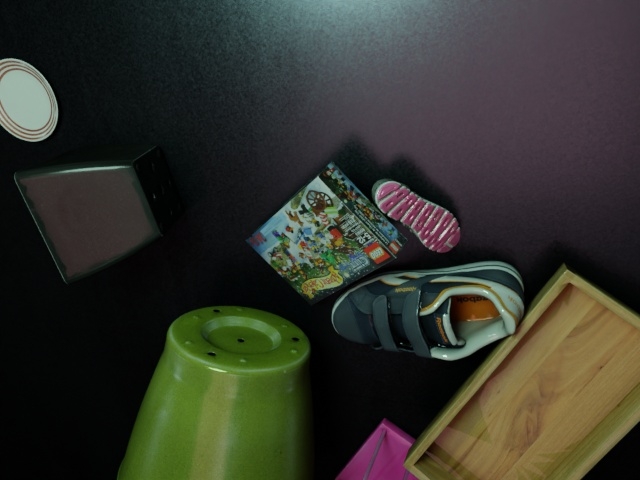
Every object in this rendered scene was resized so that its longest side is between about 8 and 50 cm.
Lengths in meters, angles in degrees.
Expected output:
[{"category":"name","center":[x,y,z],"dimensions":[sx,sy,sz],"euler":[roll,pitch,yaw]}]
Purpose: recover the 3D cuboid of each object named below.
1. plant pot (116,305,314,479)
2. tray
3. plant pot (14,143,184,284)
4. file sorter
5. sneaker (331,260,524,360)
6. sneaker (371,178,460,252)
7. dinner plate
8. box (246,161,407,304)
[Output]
[{"category":"plant pot","center":[-0.162,0.316,0.928],"dimensions":[0.367,0.366,0.352],"euler":[13,106,10]},{"category":"tray","center":[0.331,0.259,0.825],"dimensions":[0.203,0.076,0.410],"euler":[37,109,12]},{"category":"plant pot","center":[-0.336,-0.064,0.878],"dimensions":[0.167,0.188,0.187],"euler":[-13,110,7]},{"category":"file sorter","center":[0.165,0.526,0.979],"dimensions":[0.291,0.182,0.202],"euler":[34,119,7]},{"category":"sneaker","center":[0.153,0.116,0.845],"dimensions":[0.321,0.127,0.126],"euler":[-16,110,24]},{"category":"sneaker","center":[0.142,-0.044,0.812],"dimensions":[0.170,0.075,0.063],"euler":[30,103,-24]},{"category":"dinner plate","center":[-0.513,-0.242,0.928],"dimensions":[0.141,0.017,0.141],"euler":[7,116,14]},{"category":"box","center":[0.000,0.000,0.831],"dimensions":[0.159,0.044,0.233],"euler":[46,140,-7]}]
